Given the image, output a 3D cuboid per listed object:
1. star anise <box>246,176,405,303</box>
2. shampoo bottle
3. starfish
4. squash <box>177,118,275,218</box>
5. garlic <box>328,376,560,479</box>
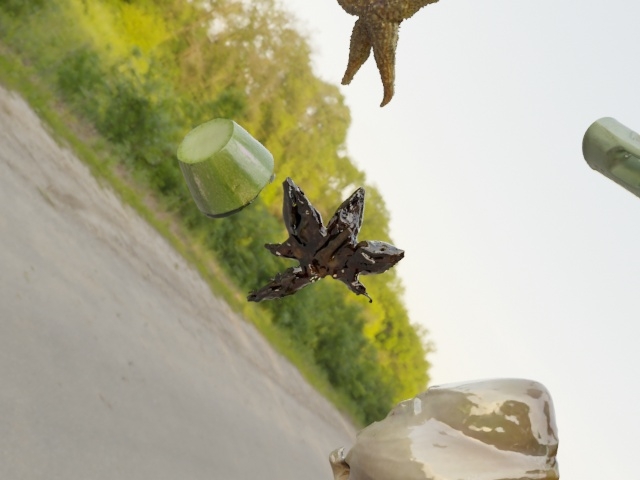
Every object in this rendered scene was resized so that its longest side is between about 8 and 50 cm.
[{"bbox_3d":[0.002,-0.001,0.922,0.053,0.212,0.157,-9,96,-66],"label":"star anise"},{"bbox_3d":[0.543,-0.113,1.264,0.118,0.087,0.234,54,-1,-39],"label":"shampoo bottle"},{"bbox_3d":[0.087,-0.392,1.331,0.299,0.060,0.302,26,-63,41],"label":"starfish"},{"bbox_3d":[-0.176,-0.138,1.386,0.123,0.170,0.170,59,-2,-40],"label":"squash"},{"bbox_3d":[0.123,0.248,0.736,0.110,0.228,0.217,-56,138,-81],"label":"garlic"}]
